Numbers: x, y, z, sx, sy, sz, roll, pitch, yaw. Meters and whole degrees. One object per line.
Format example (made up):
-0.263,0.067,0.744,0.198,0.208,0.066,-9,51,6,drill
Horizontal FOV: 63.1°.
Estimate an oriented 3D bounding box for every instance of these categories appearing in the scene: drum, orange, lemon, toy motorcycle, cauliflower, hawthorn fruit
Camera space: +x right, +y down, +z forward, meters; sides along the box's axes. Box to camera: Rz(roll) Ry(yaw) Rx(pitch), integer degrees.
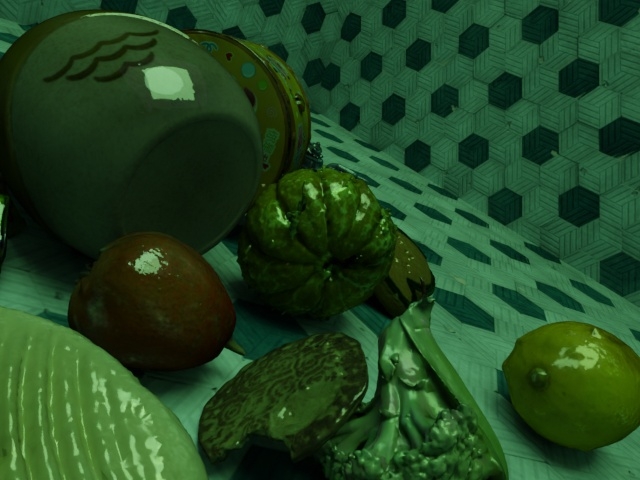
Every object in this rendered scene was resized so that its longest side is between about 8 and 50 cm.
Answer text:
-0.242,-0.262,1.210,0.431,0.431,0.214,26,21,5,drum
0.000,0.000,0.980,0.301,0.300,0.223,13,28,-20,orange
0.468,0.261,0.956,0.288,0.233,0.233,10,24,-38,lemon
-0.018,-0.248,1.759,0.416,0.172,0.232,25,25,29,toy motorcycle
0.116,0.207,0.655,0.257,0.239,0.315,11,67,-35,cauliflower
-0.203,0.097,0.708,0.251,0.199,0.199,32,17,-19,hawthorn fruit

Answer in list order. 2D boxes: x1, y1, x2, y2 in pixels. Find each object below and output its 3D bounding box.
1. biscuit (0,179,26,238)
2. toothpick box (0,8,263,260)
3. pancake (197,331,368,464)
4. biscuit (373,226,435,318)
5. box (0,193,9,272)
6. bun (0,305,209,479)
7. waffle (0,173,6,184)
-0.542,-0.140,0.809,0.026,0.291,0.048,-3,30,20,biscuit
-0.343,-0.181,0.915,0.425,0.408,0.409,38,24,27,toothpick box
-0.046,0.186,0.641,0.235,0.029,0.212,-13,26,33,pancake
0.160,0.049,1.228,0.344,0.057,0.287,28,37,-33,biscuit
-0.590,-0.026,0.653,0.346,0.097,0.134,10,52,-35,box
-0.251,0.201,0.308,0.353,0.227,0.349,11,23,-38,bun
-0.605,-0.182,1.108,0.283,0.065,0.309,22,19,-6,waffle
